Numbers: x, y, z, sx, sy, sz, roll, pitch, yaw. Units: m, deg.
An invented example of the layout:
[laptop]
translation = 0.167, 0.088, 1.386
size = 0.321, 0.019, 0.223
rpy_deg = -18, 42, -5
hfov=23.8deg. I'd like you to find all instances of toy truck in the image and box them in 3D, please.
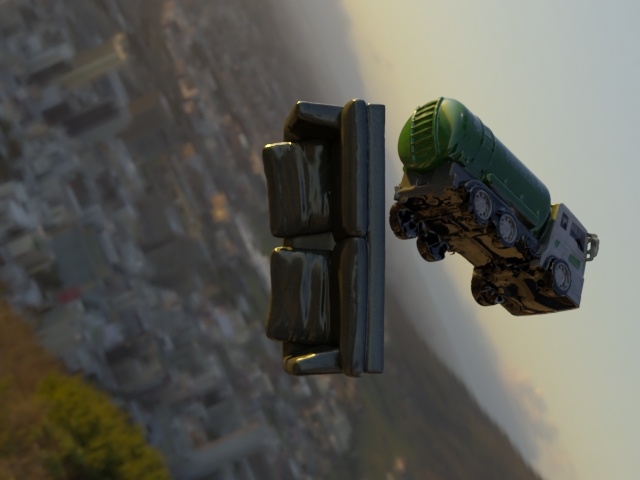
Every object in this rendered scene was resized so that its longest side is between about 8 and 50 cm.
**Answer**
[toy truck]
translation = 0.162, -0.028, 1.454
size = 0.242, 0.101, 0.125
rpy_deg = 40, 53, -36

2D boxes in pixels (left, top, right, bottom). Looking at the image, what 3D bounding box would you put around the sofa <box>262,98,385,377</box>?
[sofa]
translation = 0.000, 0.000, 0.824
size = 0.085, 0.060, 0.147
rpy_deg = 162, -71, -82
